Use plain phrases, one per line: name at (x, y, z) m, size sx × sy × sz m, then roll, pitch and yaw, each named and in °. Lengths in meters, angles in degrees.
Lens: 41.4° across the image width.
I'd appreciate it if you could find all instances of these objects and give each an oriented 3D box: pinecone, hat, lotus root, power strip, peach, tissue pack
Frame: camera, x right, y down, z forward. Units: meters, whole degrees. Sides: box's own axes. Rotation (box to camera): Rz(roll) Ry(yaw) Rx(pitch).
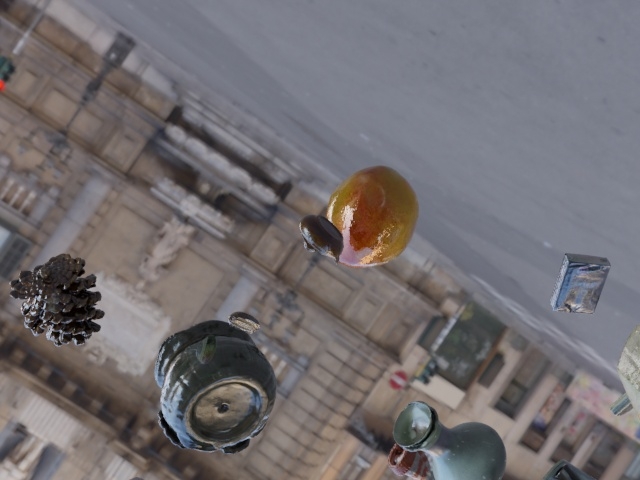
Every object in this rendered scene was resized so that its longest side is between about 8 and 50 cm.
pinecone at (-0.579, 0.146, 1.900) m, size 0.186 × 0.212 × 0.168 m, roll -5°, pitch -160°, yaw 17°
hat at (0.267, 0.623, 2.328) m, size 0.162 × 0.093 × 0.112 m, roll 36°, pitch -140°, yaw -14°
lotus root at (-0.161, 0.167, 1.778) m, size 0.083 × 0.037 × 0.030 m, roll 32°, pitch -153°, yaw -50°
power strip at (0.901, 0.390, 2.316) m, size 0.092 × 0.268 × 0.034 m, roll -4°, pitch -131°, yaw -43°
peach at (0.157, -0.067, 2.626) m, size 0.289 × 0.308 × 0.289 m, roll 28°, pitch 151°, yaw 17°
tissue pack at (0.659, 0.111, 2.149) m, size 0.113 × 0.156 × 0.051 m, roll 6°, pitch -148°, yaw -4°

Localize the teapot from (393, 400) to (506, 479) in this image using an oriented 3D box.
teapot at (0.281, 0.453, 1.849) m, size 0.251 × 0.183 × 0.183 m, roll 38°, pitch 178°, yaw -29°

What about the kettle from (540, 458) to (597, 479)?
kettle at (0.531, 0.562, 1.649) m, size 0.243 × 0.160 × 0.210 m, roll 38°, pitch 145°, yaw 33°

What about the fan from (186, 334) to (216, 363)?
fan at (-0.234, 0.214, 1.705) m, size 0.003 × 0.060 × 0.080 m, roll 17°, pitch 155°, yaw 36°

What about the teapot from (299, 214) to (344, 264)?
teapot at (0.000, 0.000, 1.906) m, size 0.129 × 0.078 × 0.098 m, roll 43°, pitch -158°, yaw -8°

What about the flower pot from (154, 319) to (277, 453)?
flower pot at (-0.252, 0.360, 2.033) m, size 0.302 × 0.302 × 0.213 m, roll 35°, pitch -168°, yaw -34°

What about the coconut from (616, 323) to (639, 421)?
coconut at (0.561, 0.213, 1.264) m, size 0.236 × 0.197 × 0.237 m, roll 58°, pitch -169°, yaw -19°

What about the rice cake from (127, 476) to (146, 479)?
rice cake at (-0.535, 0.602, 1.802) m, size 0.056 × 0.365 × 0.073 m, roll 67°, pitch 169°, yaw -3°
